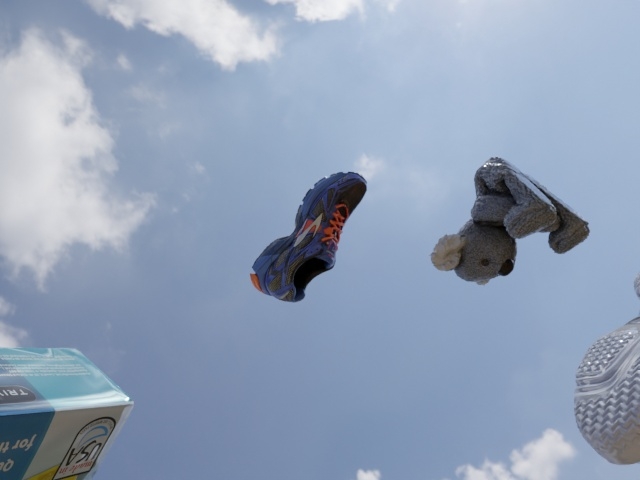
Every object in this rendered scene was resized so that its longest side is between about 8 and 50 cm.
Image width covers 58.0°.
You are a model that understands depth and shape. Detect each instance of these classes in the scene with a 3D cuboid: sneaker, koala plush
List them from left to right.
[{"bbox_3d":[0.000,0.000,0.822,0.221,0.087,0.083,-54,-40,-2],"label":"sneaker"},{"bbox_3d":[0.315,-0.014,1.041,0.196,0.203,0.221,13,-59,-41],"label":"koala plush"},{"bbox_3d":[0.295,0.099,0.421,0.268,0.153,0.101,-35,-12,-40],"label":"sneaker"}]

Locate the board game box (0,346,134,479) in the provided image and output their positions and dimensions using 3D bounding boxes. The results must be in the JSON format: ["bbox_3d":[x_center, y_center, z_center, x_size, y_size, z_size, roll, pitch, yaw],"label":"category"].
[{"bbox_3d":[-0.290,0.221,0.321,0.336,0.079,0.253,-61,-26,2],"label":"board game box"}]
